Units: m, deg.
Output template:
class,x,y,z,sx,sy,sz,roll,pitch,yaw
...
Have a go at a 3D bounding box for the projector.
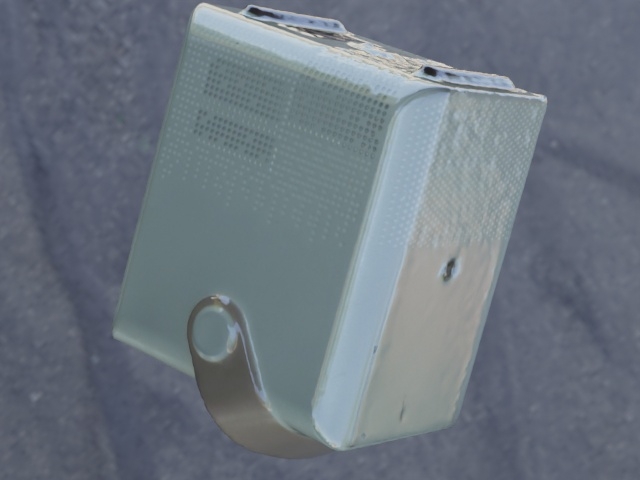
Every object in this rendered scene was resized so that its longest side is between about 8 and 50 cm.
class,x,y,z,sx,sy,sz,roll,pitch,yaw
projector,0.000,0.000,0.985,0.177,0.242,0.163,22,15,34
